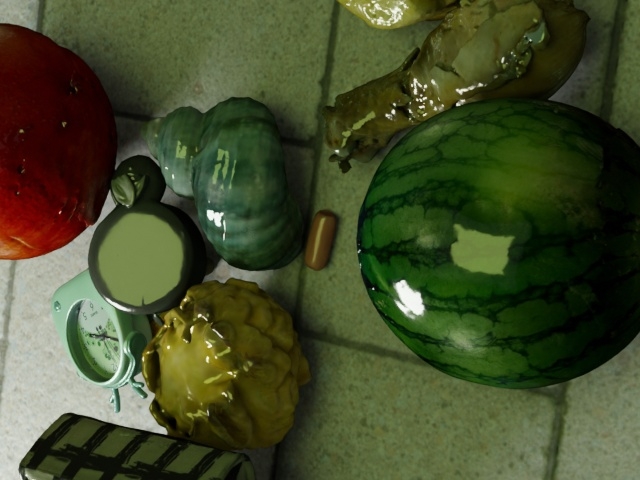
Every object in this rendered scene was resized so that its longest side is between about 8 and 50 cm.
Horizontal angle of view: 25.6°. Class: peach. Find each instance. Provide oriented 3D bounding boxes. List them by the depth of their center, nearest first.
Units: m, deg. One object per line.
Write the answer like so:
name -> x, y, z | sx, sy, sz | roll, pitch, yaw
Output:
peach -> -0.446, -0.142, 1.999 | 0.370, 0.370, 0.370 | 1, 92, 31

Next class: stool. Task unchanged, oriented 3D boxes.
stool -> -0.228, 0.001, 1.976 | 0.153, 0.139, 0.228 | 13, 94, 14

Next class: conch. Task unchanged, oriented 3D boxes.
conch -> -0.125, -0.091, 1.922 | 0.277, 0.195, 0.220 | 32, 139, 1

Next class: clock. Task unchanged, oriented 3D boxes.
clock -> -0.312, 0.146, 2.076 | 0.159, 0.066, 0.211 | -27, 82, 44

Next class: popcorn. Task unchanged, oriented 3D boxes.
popcorn -> -0.127, 0.178, 1.912 | 0.250, 0.190, 0.250 | 17, 120, 32

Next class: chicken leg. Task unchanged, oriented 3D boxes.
chicken leg -> 0.152, -0.198, 1.749 | 0.429, 0.152, 0.201 | -26, 40, 38

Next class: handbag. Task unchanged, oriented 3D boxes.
handbag -> -0.205, 0.401, 1.908 | 0.325, 0.162, 0.327 | 7, 132, 33

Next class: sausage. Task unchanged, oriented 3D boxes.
sausage -> 0.000, 0.000, 1.916 | 0.034, 0.034, 0.083 | 19, 103, 29

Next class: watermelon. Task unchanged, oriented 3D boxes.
watermelon -> 0.215, 0.004, 1.614 | 0.363, 0.363, 0.363 | 1, 92, 31

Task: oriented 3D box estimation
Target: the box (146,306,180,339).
box -> -0.252, 0.082, 2.079 | 0.087, 0.023, 0.155 | -38, 73, 24

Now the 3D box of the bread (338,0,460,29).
bread -> 0.098, -0.399, 1.763 | 0.270, 0.148, 0.270 | 21, 123, 36
